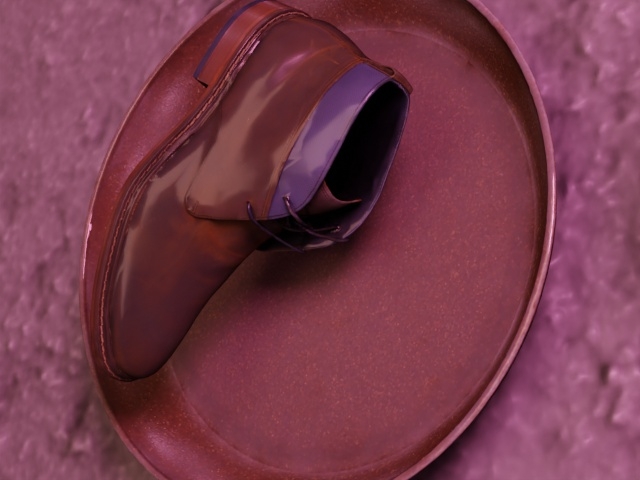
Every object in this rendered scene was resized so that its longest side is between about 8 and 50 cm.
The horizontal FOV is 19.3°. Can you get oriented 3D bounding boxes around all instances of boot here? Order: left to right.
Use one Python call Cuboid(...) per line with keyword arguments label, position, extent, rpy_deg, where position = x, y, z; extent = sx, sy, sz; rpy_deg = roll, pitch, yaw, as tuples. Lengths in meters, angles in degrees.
Cuboid(label="boot", position=(-0.038, -0.015, 0.968), extent=(0.106, 0.082, 0.219), rpy_deg=(24, 89, 41))

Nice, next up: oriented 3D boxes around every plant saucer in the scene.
Cuboid(label="plant saucer", position=(0.000, 0.000, 1.017), extent=(0.311, 0.050, 0.310), rpy_deg=(-12, 69, 34))
